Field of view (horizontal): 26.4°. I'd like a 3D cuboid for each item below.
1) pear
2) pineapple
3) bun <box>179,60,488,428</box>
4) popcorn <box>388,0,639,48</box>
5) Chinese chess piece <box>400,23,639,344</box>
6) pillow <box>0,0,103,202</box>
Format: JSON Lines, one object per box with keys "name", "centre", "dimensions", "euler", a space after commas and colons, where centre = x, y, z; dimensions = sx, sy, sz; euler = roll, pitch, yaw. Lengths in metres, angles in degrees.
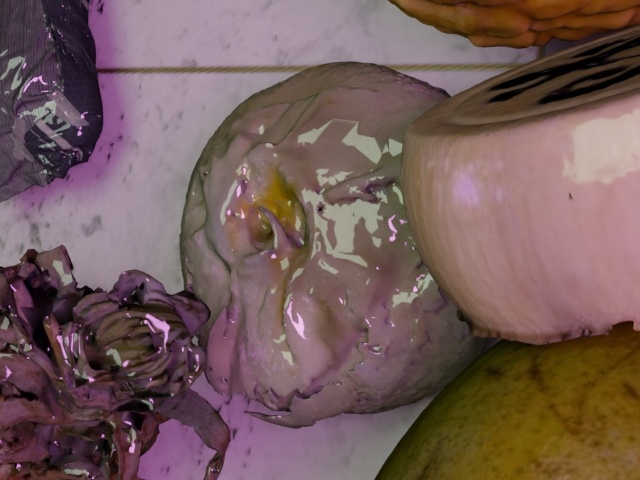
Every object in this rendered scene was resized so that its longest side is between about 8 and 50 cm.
{"name": "pear", "centre": [0.137, 0.170, 0.653], "dimensions": [0.253, 0.253, 0.307], "euler": [30, 84, 36]}
{"name": "pineapple", "centre": [-0.174, 0.095, 0.845], "dimensions": [0.271, 0.262, 0.263], "euler": [-30, 62, 52]}
{"name": "bun", "centre": [0.000, 0.000, 0.848], "dimensions": [0.239, 0.141, 0.239], "euler": [-8, 78, 37]}
{"name": "popcorn", "centre": [0.126, -0.203, 0.741], "dimensions": [0.226, 0.203, 0.200], "euler": [29, 72, -4]}
{"name": "Chinese chess piece", "centre": [0.166, -0.043, 0.669], "dimensions": [0.257, 0.257, 0.104], "euler": [-13, 103, 33]}
{"name": "pillow", "centre": [-0.243, -0.196, 1.100], "dimensions": [0.161, 0.092, 0.335], "euler": [-14, 71, 27]}
